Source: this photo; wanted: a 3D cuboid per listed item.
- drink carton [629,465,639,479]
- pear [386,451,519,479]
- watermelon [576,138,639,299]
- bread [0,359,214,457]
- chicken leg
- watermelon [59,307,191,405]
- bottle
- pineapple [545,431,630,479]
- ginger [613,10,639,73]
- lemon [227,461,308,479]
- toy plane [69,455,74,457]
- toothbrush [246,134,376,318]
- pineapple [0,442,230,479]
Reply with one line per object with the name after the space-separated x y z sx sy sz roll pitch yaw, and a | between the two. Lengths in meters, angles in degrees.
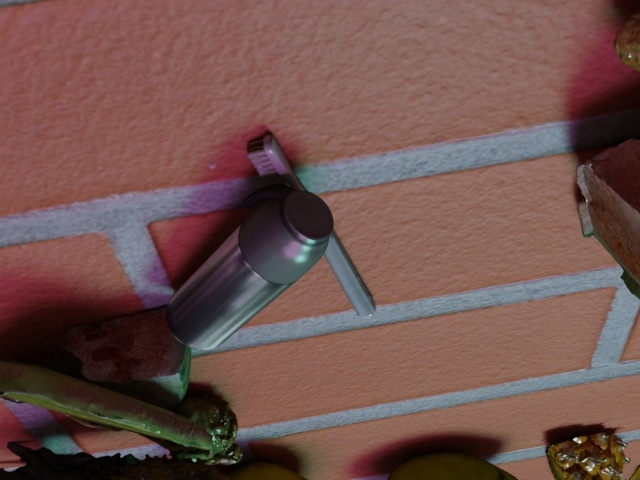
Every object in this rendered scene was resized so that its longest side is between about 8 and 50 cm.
0.799 0.503 1.739 0.352 0.111 0.154 -5 143 -4 | drink carton
0.217 0.459 1.457 0.269 0.212 0.212 -11 144 -7 | pear
0.389 0.025 0.807 0.319 0.222 0.292 -6 157 25 | watermelon
-0.260 0.202 1.036 0.301 0.045 0.301 16 163 5 | bread
-0.168 0.291 1.236 0.103 0.088 0.227 -12 142 -19 | chicken leg
-0.208 0.128 1.000 0.158 0.098 0.121 25 125 -23 | watermelon
-0.081 0.029 0.895 0.079 0.096 0.254 -39 179 -44 | bottle
0.492 0.431 1.529 0.140 0.164 0.249 -22 140 4 | pineapple
0.382 -0.152 0.706 0.236 0.166 0.375 -28 135 7 | ginger
-0.093 0.490 1.389 0.261 0.260 0.284 0 165 -14 | lemon
-0.423 0.348 1.290 0.167 0.054 0.062 1 168 -16 | toy plane
0.002 0.000 0.932 0.030 0.025 0.342 -13 144 16 | toothbrush
-0.287 0.340 1.160 0.365 0.165 0.165 6 151 25 | pineapple
